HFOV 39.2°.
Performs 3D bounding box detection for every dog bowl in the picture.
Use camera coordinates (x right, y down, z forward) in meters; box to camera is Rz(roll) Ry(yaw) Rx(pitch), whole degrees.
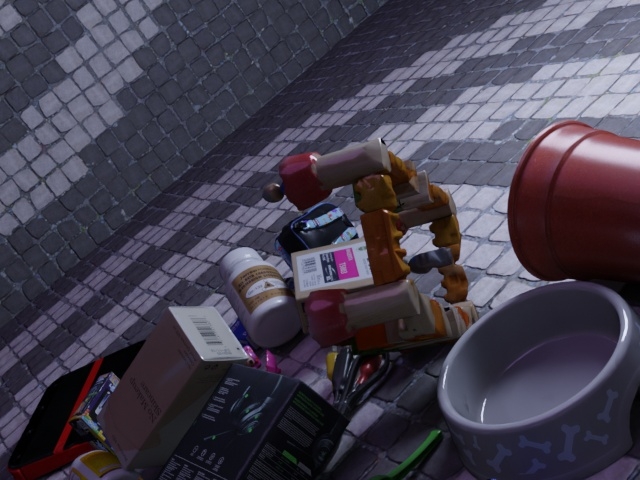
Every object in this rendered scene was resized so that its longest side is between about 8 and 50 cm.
[{"bbox_3d":[0.326,0.196,1.315,0.349,0.102,0.348,-29,23,14],"label":"dog bowl"}]

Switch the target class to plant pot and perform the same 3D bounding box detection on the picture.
[{"bbox_3d":[0.481,-0.045,1.393,0.272,0.272,0.265,-45,31,-21],"label":"plant pot"}]

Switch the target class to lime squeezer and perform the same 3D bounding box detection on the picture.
[{"bbox_3d":[0.109,0.399,1.307,0.110,0.058,0.310,4,32,12],"label":"lime squeezer"}]

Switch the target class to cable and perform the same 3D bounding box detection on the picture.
[{"bbox_3d":[0.052,0.290,1.623,0.140,0.072,0.287,-5,46,23],"label":"cable"}]

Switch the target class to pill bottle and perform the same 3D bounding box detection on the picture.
[{"bbox_3d":[-0.138,0.120,2.004,0.131,0.131,0.229,-36,45,-2],"label":"pill bottle"},{"bbox_3d":[-0.432,0.490,1.799,0.117,0.117,0.215,-45,24,-22],"label":"pill bottle"}]

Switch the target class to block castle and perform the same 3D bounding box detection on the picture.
[{"bbox_3d":[0.093,0.034,1.482,0.213,0.302,0.453,-16,-14,20],"label":"block castle"}]

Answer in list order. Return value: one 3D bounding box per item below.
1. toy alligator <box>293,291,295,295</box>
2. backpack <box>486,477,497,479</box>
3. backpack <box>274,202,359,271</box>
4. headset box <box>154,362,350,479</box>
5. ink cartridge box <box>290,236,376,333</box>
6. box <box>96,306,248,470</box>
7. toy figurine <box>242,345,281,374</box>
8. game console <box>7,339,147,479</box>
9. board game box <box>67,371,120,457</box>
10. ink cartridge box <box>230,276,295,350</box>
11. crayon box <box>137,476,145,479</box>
[{"bbox_3d":[-0.005,0.131,1.984,0.051,0.056,0.190,-47,24,-26],"label":"toy alligator"},{"bbox_3d":[0.210,0.376,1.121,0.120,0.098,0.101,-39,26,-10],"label":"backpack"},{"bbox_3d":[0.000,0.000,2.124,0.173,0.158,0.117,-38,-1,-44],"label":"backpack"},{"bbox_3d":[-0.118,0.354,1.530,0.246,0.131,0.283,-1,51,57],"label":"headset box"},{"bbox_3d":[0.042,0.088,1.885,0.193,0.088,0.234,-13,23,0],"label":"ink cartridge box"},{"bbox_3d":[-0.288,0.284,1.728,0.148,0.121,0.311,49,117,31],"label":"box"},{"bbox_3d":[-0.164,0.274,1.831,0.159,0.173,0.130,-33,-20,-27],"label":"toy figurine"},{"bbox_3d":[-0.598,0.428,2.270,0.342,0.060,0.386,-23,25,16],"label":"game console"},{"bbox_3d":[-0.443,0.393,1.941,0.048,0.170,0.141,-23,24,32],"label":"board game box"},{"bbox_3d":[-0.137,0.174,2.106,0.097,0.046,0.207,-13,31,45],"label":"ink cartridge box"},{"bbox_3d":[-0.314,0.540,1.574,0.165,0.081,0.278,-42,23,-17],"label":"crayon box"}]
